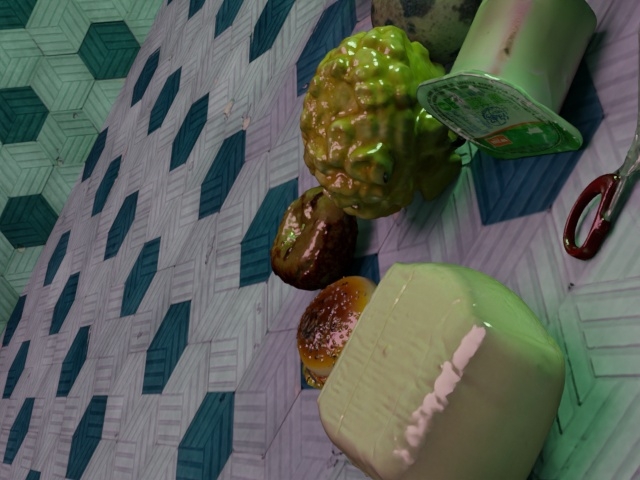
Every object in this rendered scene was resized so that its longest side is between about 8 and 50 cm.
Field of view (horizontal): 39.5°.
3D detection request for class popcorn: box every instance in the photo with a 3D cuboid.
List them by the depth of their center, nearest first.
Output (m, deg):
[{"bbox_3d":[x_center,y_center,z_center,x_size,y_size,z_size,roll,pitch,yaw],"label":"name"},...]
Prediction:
[{"bbox_3d":[0.074,-0.134,1.020,0.169,0.189,0.218,23,109,45],"label":"popcorn"}]

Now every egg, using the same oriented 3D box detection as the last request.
[{"bbox_3d":[0.143,-0.286,1.075,0.182,0.141,0.141,-21,50,45],"label":"egg"}]

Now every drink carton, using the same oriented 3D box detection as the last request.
[{"bbox_3d":[0.196,-0.181,0.900,0.146,0.144,0.142,2,65,62],"label":"drink carton"}]

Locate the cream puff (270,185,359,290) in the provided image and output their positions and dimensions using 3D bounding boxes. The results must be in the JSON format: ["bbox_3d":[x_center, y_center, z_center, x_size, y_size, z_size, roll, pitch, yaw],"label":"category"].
[{"bbox_3d":[0.000,0.000,1.171,0.149,0.084,0.149,-37,39,38],"label":"cream puff"}]

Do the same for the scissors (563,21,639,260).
[{"bbox_3d":[0.287,-0.102,0.776,0.144,0.017,0.247,-1,72,62],"label":"scissors"}]

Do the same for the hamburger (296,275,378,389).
[{"bbox_3d":[0.025,0.107,1.037,0.141,0.082,0.126,-49,31,29],"label":"hamburger"}]

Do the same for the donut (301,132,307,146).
[{"bbox_3d":[0.034,-0.199,1.278,0.190,0.075,0.174,-57,28,19],"label":"donut"}]

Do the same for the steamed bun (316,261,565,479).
[{"bbox_3d":[0.113,0.126,0.778,0.200,0.155,0.250,-63,21,1],"label":"steamed bun"}]
